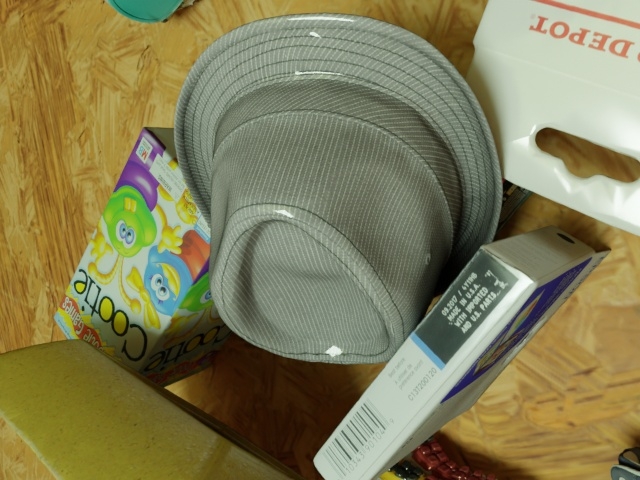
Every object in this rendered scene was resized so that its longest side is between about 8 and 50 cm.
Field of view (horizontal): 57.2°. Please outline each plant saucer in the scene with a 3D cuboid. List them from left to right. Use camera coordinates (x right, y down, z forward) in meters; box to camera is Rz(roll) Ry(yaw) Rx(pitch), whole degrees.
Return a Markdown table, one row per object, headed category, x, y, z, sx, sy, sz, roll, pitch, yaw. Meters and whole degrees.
| category | x | y | z | sx | sy | sz | roll | pitch | yaw |
| --- | --- | --- | --- | --- | --- | --- | --- | --- | --- |
| plant saucer | -0.108 | 0.207 | 0.535 | 0.332 | 0.333 | 0.081 | 14 | 65 | 42 |

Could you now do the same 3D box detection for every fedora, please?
| category | x | y | z | sx | sy | sz | roll | pitch | yaw |
| --- | --- | --- | --- | --- | --- | --- | --- | --- | --- |
| fedora | 0.000 | 0.000 | 0.414 | 0.243 | 0.124 | 0.275 | 6 | 141 | 12 |

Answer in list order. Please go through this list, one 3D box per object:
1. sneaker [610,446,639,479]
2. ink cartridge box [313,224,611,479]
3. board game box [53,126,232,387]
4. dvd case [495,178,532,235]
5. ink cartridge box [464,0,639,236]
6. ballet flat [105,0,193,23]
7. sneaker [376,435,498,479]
| category | x | y | z | sx | sy | sz | roll | pitch | yaw |
| --- | --- | --- | --- | --- | --- | --- | --- | --- | --- |
| sneaker | 0.236 | 0.251 | 0.468 | 0.226 | 0.086 | 0.164 | -27 | 69 | 47 |
| ink cartridge box | 0.115 | 0.081 | 0.444 | 0.045 | 0.208 | 0.206 | 45 | 118 | 26 |
| board game box | -0.158 | 0.029 | 0.654 | 0.144 | 0.142 | 0.275 | 46 | 119 | 20 |
| dvd case | 0.120 | -0.052 | 0.534 | 0.119 | 0.013 | 0.087 | 43 | 118 | 19 |
| ink cartridge box | 0.241 | -0.186 | 0.367 | 0.207 | 0.119 | 0.354 | 30 | 113 | 27 |
| ballet flat | -0.094 | -0.379 | 0.562 | 0.408 | 0.147 | 0.147 | -28 | 82 | 33 |
| sneaker | 0.120 | 0.252 | 0.527 | 0.225 | 0.088 | 0.093 | 30 | 129 | 54 |
